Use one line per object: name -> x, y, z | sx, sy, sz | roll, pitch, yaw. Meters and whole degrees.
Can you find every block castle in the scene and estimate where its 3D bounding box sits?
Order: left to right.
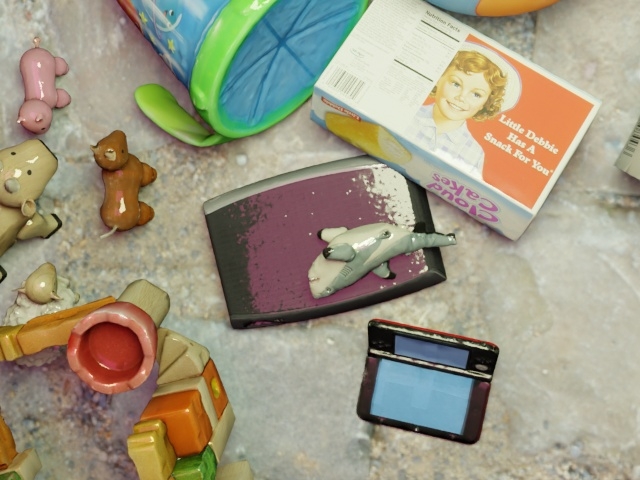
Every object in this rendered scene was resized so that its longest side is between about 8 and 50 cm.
block castle -> -0.237, 0.291, 1.107 | 0.303, 0.213, 0.453 | -15, 104, 8

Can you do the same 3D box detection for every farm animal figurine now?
farm animal figurine -> -0.370, -0.065, 1.190 | 0.330, 0.172, 0.327 | 32, 96, 7

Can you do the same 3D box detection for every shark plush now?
shark plush -> 0.063, 0.014, 1.143 | 0.161, 0.073, 0.067 | -17, 109, -12

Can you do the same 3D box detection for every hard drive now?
hard drive -> 0.000, 0.000, 1.191 | 0.255, 0.054, 0.172 | -13, 89, 9

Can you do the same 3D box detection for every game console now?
game console -> 0.115, 0.155, 1.163 | 0.144, 0.124, 0.085 | 11, 67, 9

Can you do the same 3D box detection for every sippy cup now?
sippy cup -> -0.104, -0.267, 1.128 | 0.305, 0.240, 0.224 | -46, 74, -2

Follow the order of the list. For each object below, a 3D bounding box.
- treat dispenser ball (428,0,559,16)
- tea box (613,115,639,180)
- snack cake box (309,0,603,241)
treat dispenser ball -> 0.174, -0.364, 1.036 | 0.288, 0.288, 0.288 | 0, 91, 9
tea box -> 0.505, -0.148, 0.990 | 0.323, 0.220, 0.329 | 23, 101, 1
snack cake box -> 0.140, -0.137, 1.124 | 0.264, 0.089, 0.152 | 32, 72, 7
